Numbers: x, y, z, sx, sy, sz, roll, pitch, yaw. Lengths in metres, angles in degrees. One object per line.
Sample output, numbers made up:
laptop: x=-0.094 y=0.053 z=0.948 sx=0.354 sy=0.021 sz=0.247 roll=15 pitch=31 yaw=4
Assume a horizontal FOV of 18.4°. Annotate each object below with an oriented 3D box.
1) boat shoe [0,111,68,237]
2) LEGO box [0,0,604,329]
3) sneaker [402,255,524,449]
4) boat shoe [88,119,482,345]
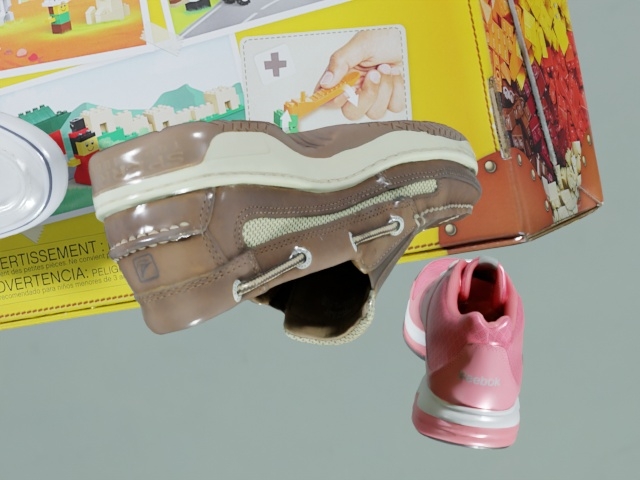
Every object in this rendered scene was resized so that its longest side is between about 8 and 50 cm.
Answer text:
boat shoe: x=-0.306 y=-0.045 z=1.317 sx=0.267 sy=0.088 sz=0.096 roll=9 pitch=105 yaw=9
LEGO box: x=-0.088 y=-0.152 z=1.425 sx=0.500 sy=0.372 sz=0.193 roll=-9 pitch=-177 yaw=23
sneaker: x=0.145 y=0.066 z=1.785 sx=0.116 sy=0.314 sz=0.136 roll=9 pitch=112 yaw=-4
boat shoe: x=-0.006 y=0.002 z=0.890 sx=0.095 sy=0.095 sz=0.257 roll=-19 pitch=172 yaw=36
